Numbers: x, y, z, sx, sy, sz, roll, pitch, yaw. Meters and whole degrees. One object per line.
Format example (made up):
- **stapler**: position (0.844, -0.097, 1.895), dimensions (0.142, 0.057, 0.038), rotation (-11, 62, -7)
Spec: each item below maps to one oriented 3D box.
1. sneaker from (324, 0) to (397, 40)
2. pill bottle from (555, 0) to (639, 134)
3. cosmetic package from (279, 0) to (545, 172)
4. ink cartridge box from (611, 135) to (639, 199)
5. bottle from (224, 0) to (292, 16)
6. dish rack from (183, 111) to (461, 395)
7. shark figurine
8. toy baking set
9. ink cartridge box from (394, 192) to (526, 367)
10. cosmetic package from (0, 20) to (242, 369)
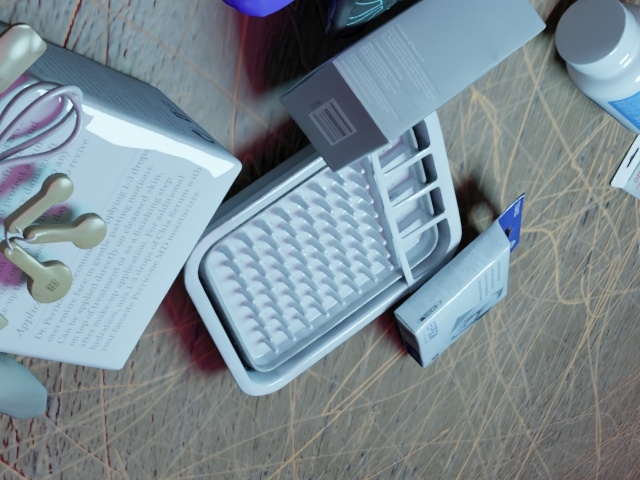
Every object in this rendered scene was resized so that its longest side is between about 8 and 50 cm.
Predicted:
- **sneaker**: position (0.063, -0.241, 0.976), dimensions (0.106, 0.267, 0.101), rotation (5, 82, -6)
- **pill bottle**: position (0.382, -0.219, 1.357), dimensions (0.221, 0.124, 0.124), rotation (22, 105, -50)
- **cosmetic package**: position (0.093, -0.177, 1.081), dimensions (0.238, 0.127, 0.107), rotation (-41, 97, -28)
- **ink cartridge box**: position (0.522, -0.100, 1.627), dimensions (0.181, 0.061, 0.104), rotation (7, 116, -44)
- **bottle**: position (-0.079, -0.319, 0.885), dimensions (0.118, 0.092, 0.283), rotation (-41, 140, -13)
- **dish rack**: position (0.000, 0.000, 1.233), dimensions (0.333, 0.072, 0.285), rotation (-36, 140, -14)
- **shark figurine**: position (-0.371, 0.158, 0.999), dimensions (0.278, 0.116, 0.166), rotation (-18, 131, -34)
- **toy baking set**: position (-0.250, -0.026, 0.772), dimensions (0.197, 0.030, 0.256), rotation (-25, 135, -29)
- **ink cartridge box**: position (0.196, 0.059, 1.419), dimensions (0.224, 0.045, 0.223), rotation (-43, 162, -5)
- **cosmetic package**: position (-0.307, -0.061, 0.837), dimensions (0.453, 0.161, 0.230), rotation (20, 107, -48)
